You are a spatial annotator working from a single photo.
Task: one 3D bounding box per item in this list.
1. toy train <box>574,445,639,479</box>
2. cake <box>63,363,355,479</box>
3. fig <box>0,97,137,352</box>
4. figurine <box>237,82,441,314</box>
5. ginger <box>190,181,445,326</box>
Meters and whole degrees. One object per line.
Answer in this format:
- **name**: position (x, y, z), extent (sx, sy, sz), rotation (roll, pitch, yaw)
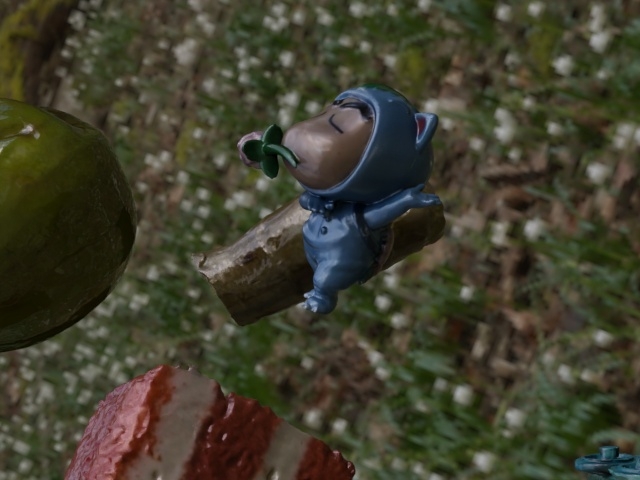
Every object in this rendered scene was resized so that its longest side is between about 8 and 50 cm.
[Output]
- **toy train**: position (0.297, 0.228, 1.229), extent (0.198, 0.154, 0.107), rotation (169, 99, -79)
- **cake**: position (-0.171, 0.351, 1.901), extent (0.269, 0.319, 0.270), rotation (-38, 24, 57)
- **fig**: position (-0.302, -0.003, 1.330), extent (0.239, 0.239, 0.271), rotation (97, -162, -45)
- **figurine**: position (0.007, -0.036, 1.111), extent (0.114, 0.144, 0.178), rotation (-138, 63, -72)
- **ginger**: position (0.000, 0.000, 1.519), extent (0.116, 0.263, 0.109), rotation (-21, -92, -87)
